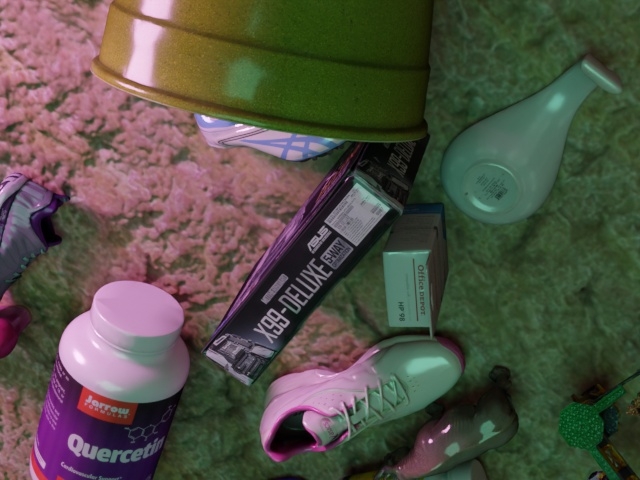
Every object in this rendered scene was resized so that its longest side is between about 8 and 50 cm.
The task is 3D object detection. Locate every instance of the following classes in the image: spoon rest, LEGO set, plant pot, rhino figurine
[{"bbox_3d":[0.252,-0.120,1.243,0.137,0.084,0.276,38,131,-5],"label":"spoon rest"},{"bbox_3d":[0.485,0.216,1.315,0.255,0.192,0.331,48,117,22],"label":"LEGO set"},{"bbox_3d":[-0.031,-0.320,1.080,0.366,0.366,0.353,13,106,7],"label":"plant pot"},{"bbox_3d":[0.165,0.271,1.410,0.243,0.106,0.073,-34,110,17],"label":"rhino figurine"}]

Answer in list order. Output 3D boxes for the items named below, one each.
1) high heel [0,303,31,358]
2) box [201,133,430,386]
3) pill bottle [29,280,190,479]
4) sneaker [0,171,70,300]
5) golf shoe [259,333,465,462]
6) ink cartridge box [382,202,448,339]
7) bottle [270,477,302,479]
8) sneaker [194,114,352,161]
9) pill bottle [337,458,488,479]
[{"bbox_3d":[-0.554,0.144,1.532,0.244,0.117,0.082,1,116,13],"label":"high heel"},{"bbox_3d":[0.000,0.000,1.259,0.076,0.242,0.307,37,119,-6],"label":"box"},{"bbox_3d":[-0.293,0.222,1.470,0.181,0.181,0.323,22,119,2],"label":"pill bottle"},{"bbox_3d":[-0.422,0.019,1.462,0.098,0.083,0.224,21,118,-3],"label":"sneaker"},{"bbox_3d":[0.053,0.223,1.412,0.306,0.140,0.115,-24,107,21],"label":"golf shoe"},{"bbox_3d":[0.116,0.036,1.281,0.060,0.180,0.104,0,115,14],"label":"ink cartridge box"},{"bbox_3d":[-0.081,0.455,1.474,0.118,0.283,0.092,-20,109,20],"label":"bottle"},{"bbox_3d":[-0.055,-0.150,1.262,0.237,0.085,0.086,6,136,30],"label":"sneaker"},{"bbox_3d":[0.131,0.377,1.478,0.208,0.119,0.119,-15,111,20],"label":"pill bottle"}]
